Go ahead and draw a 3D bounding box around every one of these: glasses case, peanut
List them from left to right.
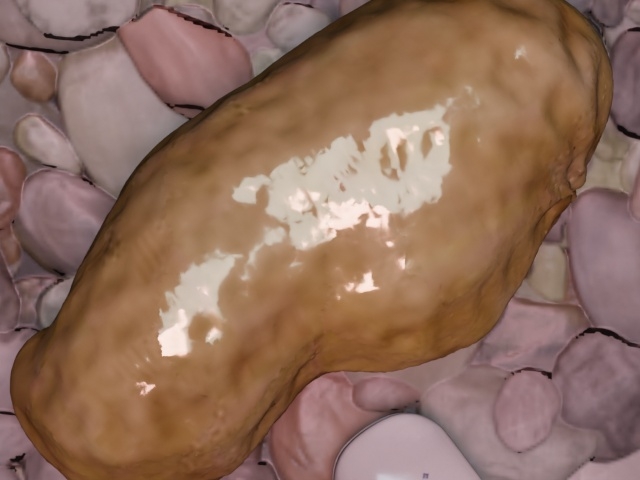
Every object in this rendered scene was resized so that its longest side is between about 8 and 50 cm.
[{"bbox_3d":[0.000,0.000,1.063,0.387,0.169,0.192,-36,88,-6],"label":"peanut"},{"bbox_3d":[0.082,0.188,1.089,0.076,0.049,0.197,-33,83,-10],"label":"glasses case"}]
